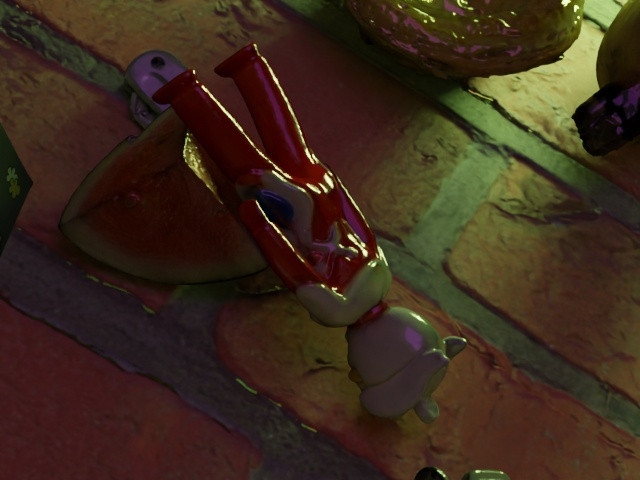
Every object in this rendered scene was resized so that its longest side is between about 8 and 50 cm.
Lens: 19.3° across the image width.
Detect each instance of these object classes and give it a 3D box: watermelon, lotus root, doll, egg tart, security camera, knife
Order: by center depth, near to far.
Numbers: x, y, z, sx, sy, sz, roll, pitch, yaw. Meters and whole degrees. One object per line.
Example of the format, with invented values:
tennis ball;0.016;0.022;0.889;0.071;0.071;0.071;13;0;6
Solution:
security camera;0.134;0.226;1.676;0.092;0.058;0.058;-2;57;-31
doll;0.000;0.000;1.696;0.384;0.099;0.188;56;29;3
watermelon;-0.148;-0.033;1.726;0.137;0.145;0.193;27;36;-64
knife;-0.095;-0.079;1.807;0.073;0.040;0.265;-37;75;-25
lotus root;0.374;-0.192;1.970;0.183;0.183;0.310;41;55;10
egg tart;0.128;-0.273;1.974;0.315;0.120;0.315;11;52;-15

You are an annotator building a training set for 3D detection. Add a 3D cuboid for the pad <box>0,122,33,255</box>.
pad;-0.314;-0.071;1.608;0.006;0.245;0.170;0;49;19
